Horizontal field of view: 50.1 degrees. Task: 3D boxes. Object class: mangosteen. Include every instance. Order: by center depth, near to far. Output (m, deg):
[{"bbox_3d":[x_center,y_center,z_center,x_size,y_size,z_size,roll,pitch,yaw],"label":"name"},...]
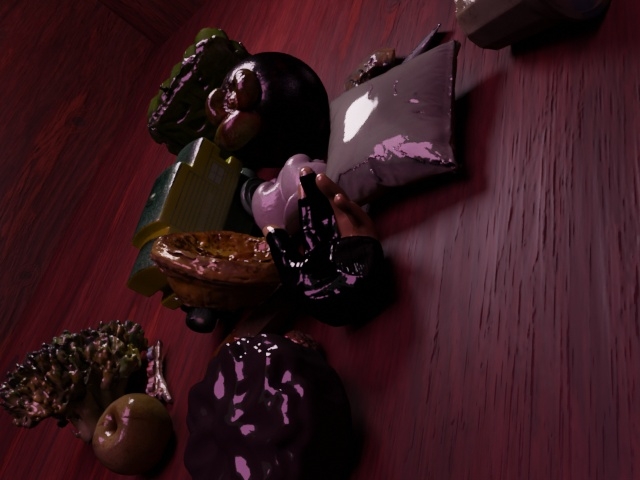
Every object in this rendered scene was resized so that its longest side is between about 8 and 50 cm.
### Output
[{"bbox_3d":[-0.123,-0.301,1.586,0.288,0.288,0.288,-37,33,30],"label":"mangosteen"}]

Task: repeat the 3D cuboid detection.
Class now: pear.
[{"bbox_3d":[-0.379,0.394,1.395,0.167,0.136,0.167,-33,38,29],"label":"pear"}]

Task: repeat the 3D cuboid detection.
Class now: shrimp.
[{"bbox_3d":[-0.117,0.157,1.312,0.294,0.062,0.154,-42,14,-4],"label":"shrimp"},{"bbox_3d":[0.119,-0.366,1.518,0.145,0.059,0.254,-43,18,8],"label":"shrimp"}]

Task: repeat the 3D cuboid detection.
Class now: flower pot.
[{"bbox_3d":[0.341,-0.431,1.147,0.202,0.212,0.212,-14,48,63],"label":"flower pot"}]

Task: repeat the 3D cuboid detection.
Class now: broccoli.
[{"bbox_3d":[-0.565,0.320,1.623,0.272,0.334,0.324,19,95,26],"label":"broccoli"}]

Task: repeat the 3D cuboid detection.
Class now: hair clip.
[{"bbox_3d":[-0.375,0.310,1.564,0.056,0.062,0.214,-23,36,-5],"label":"hair clip"}]

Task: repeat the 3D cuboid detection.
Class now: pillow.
[{"bbox_3d":[0.126,-0.202,1.272,0.312,0.119,0.310,-19,53,36],"label":"pillow"}]

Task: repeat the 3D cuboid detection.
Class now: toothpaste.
[{"bbox_3d":[0.187,-0.369,1.456,0.216,0.037,0.062,-55,11,-4],"label":"toothpaste"}]

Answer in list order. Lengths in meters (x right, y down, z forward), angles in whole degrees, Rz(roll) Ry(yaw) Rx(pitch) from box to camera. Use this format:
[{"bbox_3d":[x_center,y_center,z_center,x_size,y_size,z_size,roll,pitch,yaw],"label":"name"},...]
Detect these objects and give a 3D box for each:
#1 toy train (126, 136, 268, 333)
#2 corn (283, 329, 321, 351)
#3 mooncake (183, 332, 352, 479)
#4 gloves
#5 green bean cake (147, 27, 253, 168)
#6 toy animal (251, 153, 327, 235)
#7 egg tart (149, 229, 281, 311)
[{"bbox_3d":[-0.262,-0.022,1.518,0.179,0.272,0.442,-31,37,42],"label":"toy train"},{"bbox_3d":[-0.090,0.253,1.181,0.237,0.079,0.079,-53,28,13],"label":"corn"},{"bbox_3d":[-0.090,0.281,1.017,0.283,0.141,0.283,-19,62,40],"label":"mooncake"},{"bbox_3d":[0.002,0.008,1.179,0.197,0.152,0.301,-16,65,3],"label":"gloves"},{"bbox_3d":[-0.260,-0.351,1.796,0.319,0.335,0.218,-52,27,13],"label":"green bean cake"},{"bbox_3d":[-0.052,-0.077,1.410,0.193,0.127,0.178,-15,49,48],"label":"toy animal"},{"bbox_3d":[-0.177,0.057,1.281,0.290,0.290,0.115,-150,63,-61],"label":"egg tart"}]
